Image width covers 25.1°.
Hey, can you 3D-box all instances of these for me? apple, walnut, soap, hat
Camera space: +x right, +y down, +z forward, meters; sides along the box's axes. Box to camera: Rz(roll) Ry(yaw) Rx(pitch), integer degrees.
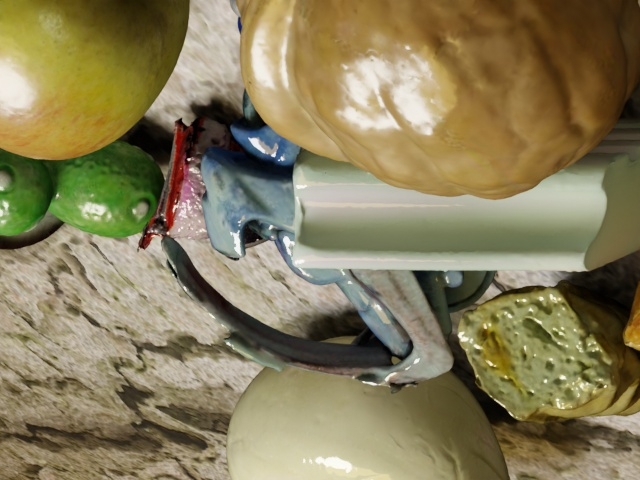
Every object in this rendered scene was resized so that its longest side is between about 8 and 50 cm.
[{"bbox_3d":[-0.221,-0.189,1.170,0.194,0.261,0.261,-12,137,32],"label":"apple"},{"bbox_3d":[0.076,-0.166,0.969,0.296,0.285,0.285,50,168,35],"label":"walnut"},{"bbox_3d":[0.126,-0.039,1.149,0.289,0.173,0.095,1,107,3],"label":"soap"},{"bbox_3d":[-0.057,-0.038,1.443,0.227,0.140,0.129,12,163,-6],"label":"hat"}]

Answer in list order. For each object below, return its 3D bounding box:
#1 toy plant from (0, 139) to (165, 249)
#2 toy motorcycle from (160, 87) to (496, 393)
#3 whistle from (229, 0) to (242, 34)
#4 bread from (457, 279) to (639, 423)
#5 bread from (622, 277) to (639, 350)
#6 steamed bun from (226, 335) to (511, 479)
[{"bbox_3d":[-0.296,-0.068,1.495,0.218,0.175,0.235,-7,-156,-44],"label":"toy plant"},{"bbox_3d":[0.006,0.005,1.324,0.319,0.241,0.182,43,162,-18],"label":"toy motorcycle"},{"bbox_3d":[-0.058,-0.192,1.265,0.033,0.029,0.083,-4,137,17],"label":"whistle"},{"bbox_3d":[0.244,0.109,1.381,0.152,0.130,0.267,32,-172,26],"label":"bread"},{"bbox_3d":[0.352,0.032,1.231,0.143,0.149,0.158,20,158,11],"label":"bread"},{"bbox_3d":[0.062,0.234,1.697,0.333,0.233,0.312,4,145,16],"label":"steamed bun"}]
